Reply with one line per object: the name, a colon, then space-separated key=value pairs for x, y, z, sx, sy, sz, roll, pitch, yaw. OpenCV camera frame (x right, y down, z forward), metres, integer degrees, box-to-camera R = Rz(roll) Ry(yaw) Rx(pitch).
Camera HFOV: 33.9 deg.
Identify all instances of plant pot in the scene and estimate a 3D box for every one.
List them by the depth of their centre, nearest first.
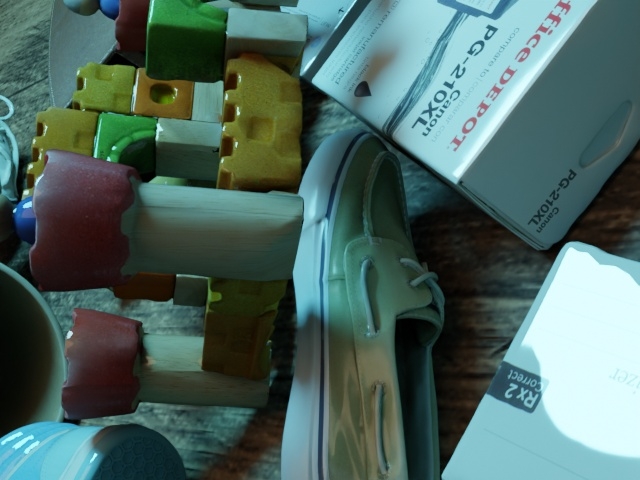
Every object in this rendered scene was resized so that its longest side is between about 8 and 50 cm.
plant pot: x=-0.412 y=0.132 z=1.102 sx=0.256 sy=0.256 sz=0.274 roll=-63 pitch=19 yaw=-10

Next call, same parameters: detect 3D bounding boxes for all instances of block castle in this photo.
block castle: x=-0.129 y=-0.112 z=0.813 sx=0.303 sy=0.213 sz=0.453 roll=105 pitch=168 yaw=-59

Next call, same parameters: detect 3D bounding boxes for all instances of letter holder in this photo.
letter holder: x=-0.240 y=-0.190 z=1.212 sx=0.214 sy=0.152 sz=0.302 roll=-43 pitch=36 yaw=21

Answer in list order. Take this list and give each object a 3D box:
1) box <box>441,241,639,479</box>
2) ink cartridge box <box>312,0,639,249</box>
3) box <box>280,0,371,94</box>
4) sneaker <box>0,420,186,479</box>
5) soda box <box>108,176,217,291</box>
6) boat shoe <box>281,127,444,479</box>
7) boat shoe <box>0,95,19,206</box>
box: x=0.183 y=0.106 z=0.413 sx=0.181 sy=0.182 sz=0.119 roll=18 pitch=76 yaw=55
ink cartridge box: x=0.121 y=-0.124 z=0.752 sx=0.172 sy=0.100 sz=0.237 roll=-53 pitch=34 yaw=6
box: x=0.016 y=-0.245 z=1.039 sx=0.186 sy=0.038 sz=0.145 roll=-54 pitch=34 yaw=2
sneaker: x=-0.250 y=0.289 z=0.851 sx=0.208 sy=0.127 sz=0.319 roll=1 pitch=53 yaw=49
soda box: x=-0.161 y=-0.016 z=1.045 sx=0.181 sy=0.061 sz=0.058 roll=-33 pitch=40 yaw=31
boat shoe: x=0.041 y=0.056 z=0.722 sx=0.094 sy=0.109 sz=0.302 roll=-11 pitch=62 yaw=28
boat shoe: x=-0.484 y=-0.131 z=1.469 sx=0.367 sy=0.136 sz=0.156 roll=36 pitch=109 yaw=62
